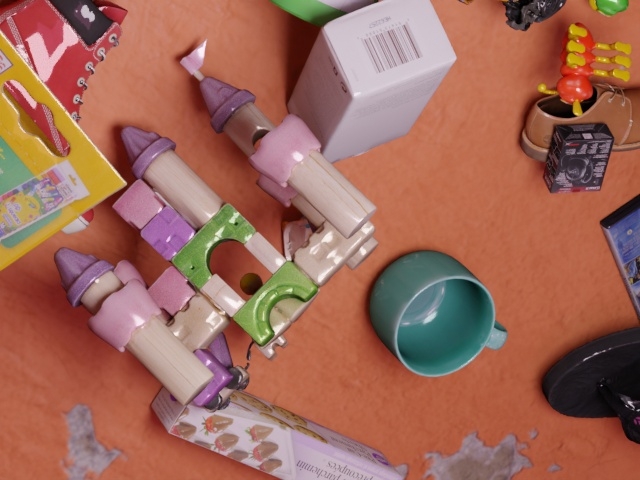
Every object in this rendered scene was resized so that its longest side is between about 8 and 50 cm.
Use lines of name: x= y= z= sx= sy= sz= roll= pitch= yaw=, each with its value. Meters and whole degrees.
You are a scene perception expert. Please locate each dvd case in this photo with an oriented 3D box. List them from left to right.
dvd case: x=0.461 y=0.021 z=2.161 sx=0.180 sy=0.022 sz=0.253 roll=-34 pitch=126 yaw=-8

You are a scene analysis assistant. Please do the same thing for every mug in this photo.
mug: x=0.127 y=0.086 z=1.979 sx=0.129 sy=0.097 sz=0.158 roll=-36 pitch=127 yaw=-6

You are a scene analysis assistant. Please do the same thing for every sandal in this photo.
sandal: x=0.482 y=0.203 z=2.191 sx=0.445 sy=0.107 sz=0.167 roll=10 pitch=131 yaw=-31

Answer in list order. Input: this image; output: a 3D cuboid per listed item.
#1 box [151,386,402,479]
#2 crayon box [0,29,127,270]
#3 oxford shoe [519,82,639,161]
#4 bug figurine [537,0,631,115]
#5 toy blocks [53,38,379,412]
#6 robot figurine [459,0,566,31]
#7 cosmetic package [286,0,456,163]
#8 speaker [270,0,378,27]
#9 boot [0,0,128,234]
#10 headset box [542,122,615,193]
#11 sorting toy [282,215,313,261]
box: x=-0.047 y=0.233 z=1.991 sx=0.324 sy=0.067 sz=0.063 roll=28 pitch=102 yaw=-34
crayon box: x=-0.365 y=-0.052 z=1.597 sx=0.323 sy=0.083 sz=0.203 roll=-33 pitch=114 yaw=11
oxford shoe: x=0.331 y=-0.148 z=1.962 sx=0.212 sy=0.076 sz=0.076 roll=-15 pitch=137 yaw=-19
bug figurine: x=0.363 y=-0.216 z=1.918 sx=0.279 sy=0.072 sz=0.216 roll=16 pitch=79 yaw=-31
toy blocks: x=-0.122 y=-0.010 z=1.739 sx=0.260 sy=0.309 sz=0.288 roll=44 pitch=88 yaw=8
robot figurine: x=0.203 y=-0.320 z=1.753 sx=0.291 sy=0.085 sz=0.211 roll=-6 pitch=124 yaw=-58
cosmetic package: x=0.047 y=-0.158 z=1.736 sx=0.117 sy=0.231 sz=0.085 roll=-21 pitch=81 yaw=-16
speaker: x=0.047 y=-0.356 z=1.683 sx=0.131 sy=0.131 sz=0.297 roll=16 pitch=108 yaw=-32
boot: x=-0.239 y=-0.136 z=1.686 sx=0.176 sy=0.088 sz=0.244 roll=-32 pitch=122 yaw=-10
headset box: x=0.287 y=-0.088 z=1.933 sx=0.062 sy=0.032 sz=0.083 roll=-4 pitch=132 yaw=-13
sorting toy: x=0.000 y=0.000 z=1.907 sx=0.075 sy=0.045 sz=0.083 roll=-19 pitch=122 yaw=-26
